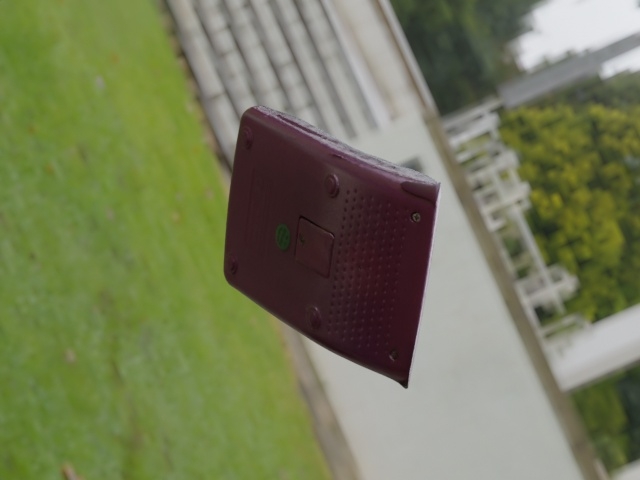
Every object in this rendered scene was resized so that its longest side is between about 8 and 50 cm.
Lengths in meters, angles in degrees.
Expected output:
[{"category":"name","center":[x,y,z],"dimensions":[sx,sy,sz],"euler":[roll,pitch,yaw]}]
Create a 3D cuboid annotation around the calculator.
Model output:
[{"category":"calculator","center":[0.000,0.000,1.132],"dimensions":[0.190,0.034,0.127],"euler":[27,-63,46]}]
